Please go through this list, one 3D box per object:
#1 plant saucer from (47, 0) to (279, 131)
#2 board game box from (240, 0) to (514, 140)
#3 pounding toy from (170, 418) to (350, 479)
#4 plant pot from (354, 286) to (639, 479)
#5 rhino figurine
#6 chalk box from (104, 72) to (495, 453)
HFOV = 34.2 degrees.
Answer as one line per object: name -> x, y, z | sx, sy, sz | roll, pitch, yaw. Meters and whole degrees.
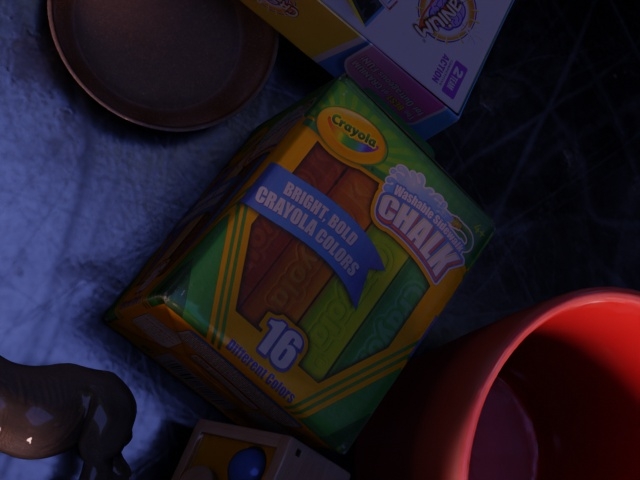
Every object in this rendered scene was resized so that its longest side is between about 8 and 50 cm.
plant saucer -> -0.133, -0.185, 0.880 | 0.199, 0.036, 0.198 | 4, 80, -23
board game box -> 0.029, -0.273, 0.926 | 0.317, 0.064, 0.242 | 38, 58, -15
pounding toy -> -0.079, 0.203, 0.770 | 0.100, 0.141, 0.130 | 40, 63, -36
plant pot -> 0.163, 0.183, 0.842 | 0.275, 0.243, 0.274 | 4, 81, -24
rhino figurine -> -0.249, 0.131, 0.760 | 0.243, 0.073, 0.106 | 14, 81, -20
chalk box -> 0.000, 0.000, 0.833 | 0.180, 0.179, 0.289 | 42, 68, -14
